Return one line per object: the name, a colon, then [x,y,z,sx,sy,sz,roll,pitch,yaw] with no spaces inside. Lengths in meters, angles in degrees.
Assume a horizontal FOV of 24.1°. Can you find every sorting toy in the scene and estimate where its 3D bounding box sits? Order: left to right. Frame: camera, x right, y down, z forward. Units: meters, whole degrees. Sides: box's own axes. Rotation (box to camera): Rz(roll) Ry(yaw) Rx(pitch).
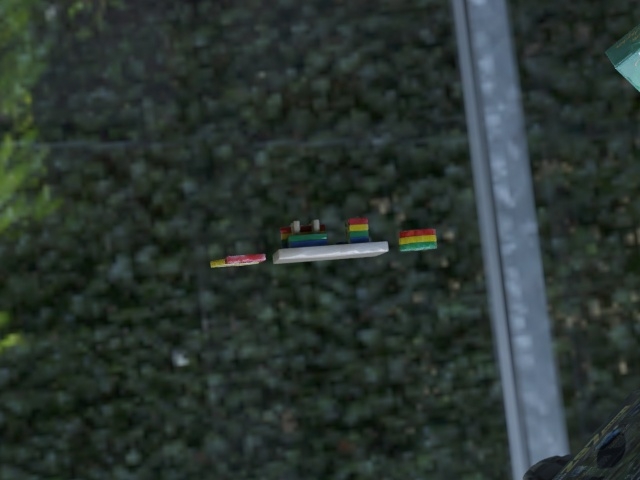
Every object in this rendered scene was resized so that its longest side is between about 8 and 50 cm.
sorting toy: [0.000,0.000,1.861,0.275,0.046,0.132,-5,177,-5]

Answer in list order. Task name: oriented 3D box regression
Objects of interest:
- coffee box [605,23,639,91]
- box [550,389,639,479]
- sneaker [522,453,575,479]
coffee box: [0.482,-0.238,2.047,0.113,0.040,0.184,-40,135,20]
box: [0.211,0.200,1.101,0.233,0.059,0.183,-43,-178,-17]
sneaker: [0.334,0.337,1.701,0.101,0.106,0.267,-32,-141,-26]
